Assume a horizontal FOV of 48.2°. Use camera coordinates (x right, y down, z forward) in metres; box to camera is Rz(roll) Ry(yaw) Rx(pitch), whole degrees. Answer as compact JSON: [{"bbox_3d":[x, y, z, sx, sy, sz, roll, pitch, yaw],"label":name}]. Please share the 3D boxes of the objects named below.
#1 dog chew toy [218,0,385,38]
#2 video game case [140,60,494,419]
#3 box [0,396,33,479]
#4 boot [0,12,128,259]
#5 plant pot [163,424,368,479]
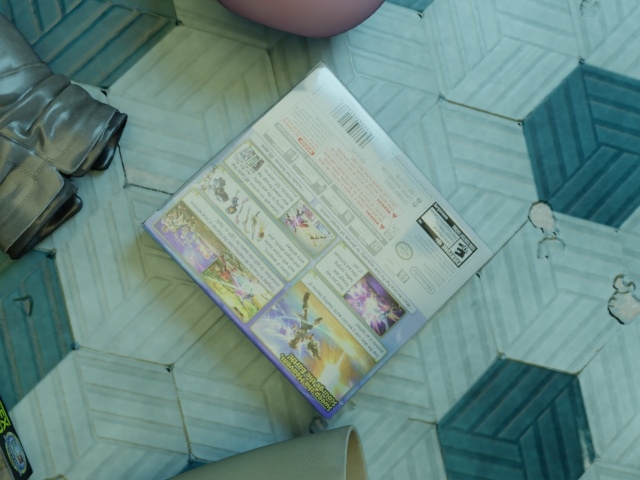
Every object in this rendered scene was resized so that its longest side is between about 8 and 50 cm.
[{"bbox_3d":[0.004,-0.359,0.633,0.206,0.207,0.332,15,114,-9],"label":"dog chew toy"},{"bbox_3d":[0.000,0.000,0.736,0.244,0.061,0.269,-43,95,-9],"label":"video game case"},{"bbox_3d":[-0.442,0.185,0.663,0.270,0.060,0.216,-23,92,-9],"label":"box"},{"bbox_3d":[-0.359,-0.054,0.657,0.222,0.118,0.338,44,87,-11],"label":"boot"},{"bbox_3d":[-0.093,0.307,0.644,0.274,0.256,0.257,-6,90,7],"label":"plant pot"}]
